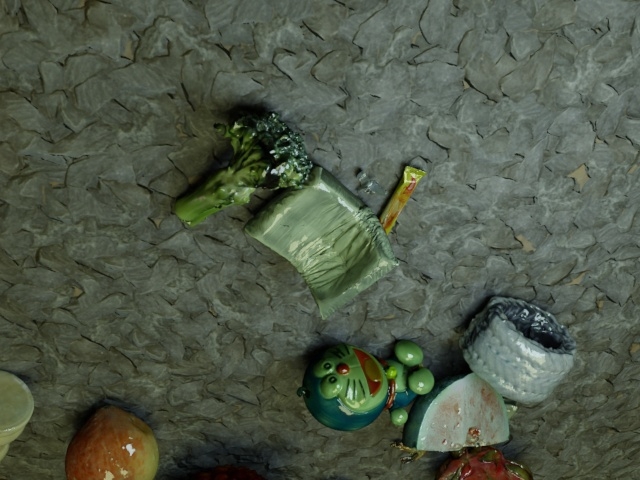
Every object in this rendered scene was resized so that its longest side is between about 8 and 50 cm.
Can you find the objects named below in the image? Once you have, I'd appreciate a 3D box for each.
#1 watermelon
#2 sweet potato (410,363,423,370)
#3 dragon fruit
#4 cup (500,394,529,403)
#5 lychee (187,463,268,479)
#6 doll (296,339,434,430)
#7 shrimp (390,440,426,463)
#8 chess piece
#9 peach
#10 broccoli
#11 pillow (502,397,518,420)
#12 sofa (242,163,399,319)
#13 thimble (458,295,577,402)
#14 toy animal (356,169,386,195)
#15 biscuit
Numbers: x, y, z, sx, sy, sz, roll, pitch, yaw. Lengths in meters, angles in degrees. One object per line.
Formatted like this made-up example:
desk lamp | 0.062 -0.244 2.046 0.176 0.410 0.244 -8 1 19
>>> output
watermelon | 0.311 0.412 1.897 0.175 0.188 0.322 -4 167 41
sweet potato | 0.215 0.346 1.921 0.049 0.049 0.117 32 123 -31
dragon fruit | 0.443 0.681 2.122 0.263 0.296 0.314 47 116 1
cup | 0.487 0.379 1.994 0.116 0.074 0.104 28 142 -34
lychee | -0.215 0.765 1.940 0.500 0.424 0.424 -45 127 -7
doll | 0.094 0.340 1.799 0.322 0.198 0.186 4 136 -23
shrimp | 0.234 0.580 2.126 0.127 0.025 0.091 20 124 -28
chess piece | -0.762 0.441 1.750 0.167 0.167 0.300 15 130 -22
peach | -0.491 0.496 1.827 0.232 0.232 0.232 -5 129 -7
broccoli | -0.160 -0.114 1.436 0.304 0.165 0.145 -31 160 30
pillow | 0.389 0.462 2.043 0.229 0.050 0.148 8 124 -10
sofa | 0.000 0.000 1.517 0.210 0.176 0.225 -37 126 19
thimble | 0.459 0.248 1.789 0.245 0.217 0.157 25 117 -8
toy animal | 0.093 -0.105 1.546 0.050 0.028 0.084 -39 125 9
biscuit | 0.134 -0.036 1.613 0.048 0.026 0.292 9 127 -26
